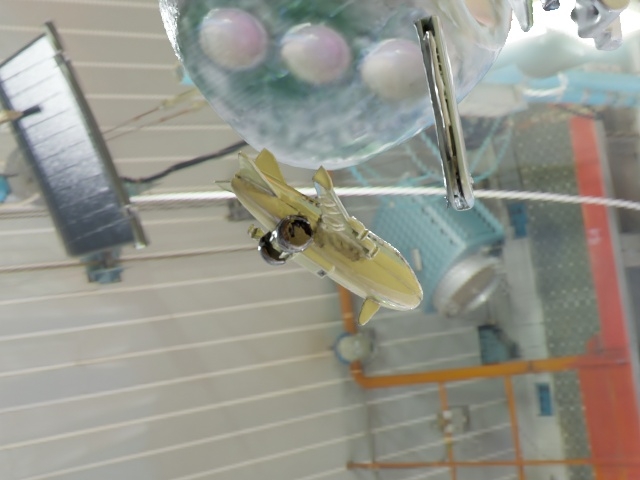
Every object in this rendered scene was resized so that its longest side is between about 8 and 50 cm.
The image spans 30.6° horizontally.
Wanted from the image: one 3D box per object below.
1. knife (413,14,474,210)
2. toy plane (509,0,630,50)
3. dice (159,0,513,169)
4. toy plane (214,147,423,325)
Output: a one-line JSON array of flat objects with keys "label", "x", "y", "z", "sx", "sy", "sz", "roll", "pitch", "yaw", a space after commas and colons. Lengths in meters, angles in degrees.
[{"label": "knife", "x": 0.095, "y": -0.102, "z": 0.900, "sx": 0.044, "sy": 0.023, "sz": 0.162, "roll": 58, "pitch": -158, "yaw": -67}, {"label": "toy plane", "x": 0.138, "y": -0.193, "z": 0.706, "sx": 0.080, "sy": 0.174, "sz": 0.174, "roll": -21, "pitch": -83, "yaw": -13}, {"label": "dice", "x": 0.026, "y": -0.316, "z": 1.484, "sx": 0.328, "sy": 0.348, "sz": 0.330, "roll": 48, "pitch": -149, "yaw": -25}, {"label": "toy plane", "x": 0.000, "y": 0.000, "z": 1.201, "sx": 0.244, "sy": 0.229, "sz": 0.092, "roll": 41, "pitch": -112, "yaw": -5}]
